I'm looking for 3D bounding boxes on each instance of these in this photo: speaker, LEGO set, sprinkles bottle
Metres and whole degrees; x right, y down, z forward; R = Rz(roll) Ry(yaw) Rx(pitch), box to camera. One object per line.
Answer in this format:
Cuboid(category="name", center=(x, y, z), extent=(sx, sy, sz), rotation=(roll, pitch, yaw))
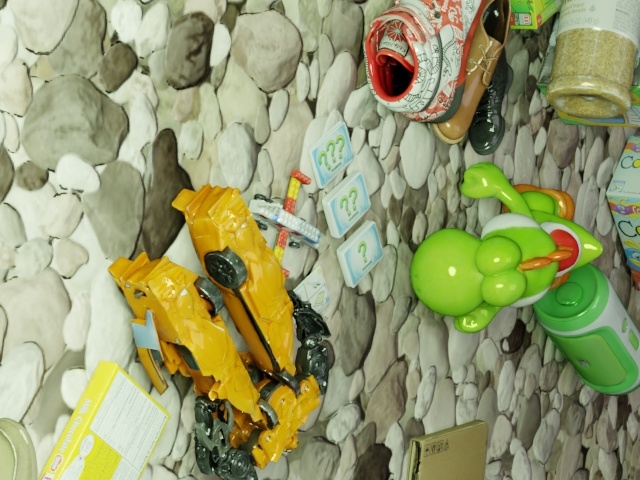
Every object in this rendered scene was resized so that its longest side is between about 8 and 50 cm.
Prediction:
Cuboid(category="speaker", center=(0.429, 0.141, 2.022), extent=(0.296, 0.131, 0.131), rotation=(46, 58, -50))
Cuboid(category="LEGO set", center=(0.000, 0.000, 1.406), extent=(0.244, 0.060, 0.182), rotation=(-43, 126, -44))
Cuboid(category="sprinkles bottle", center=(0.403, -0.354, 1.811), extent=(0.121, 0.121, 0.355), rotation=(31, 66, -55))

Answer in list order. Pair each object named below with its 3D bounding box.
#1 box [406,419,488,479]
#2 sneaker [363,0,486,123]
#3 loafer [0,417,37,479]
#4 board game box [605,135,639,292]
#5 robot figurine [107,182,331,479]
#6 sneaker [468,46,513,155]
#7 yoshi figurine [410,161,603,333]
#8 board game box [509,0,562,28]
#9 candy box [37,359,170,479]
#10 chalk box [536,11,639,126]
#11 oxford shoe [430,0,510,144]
Cuboid(category="box", center=(0.173, 0.341, 1.766), extent=(0.201, 0.021, 0.164), rotation=(-1, 97, -57))
Cuboid(category="sneaker", center=(0.125, -0.276, 1.510), extent=(0.145, 0.090, 0.270), rotation=(3, 96, -59))
Cuboid(category="loafer", center=(-0.269, 0.217, 1.034), extent=(0.050, 0.056, 0.148), rotation=(14, 84, -63))
Cuboid(category="board game box", center=(0.617, -0.036, 2.261), extent=(0.142, 0.144, 0.275), rotation=(-61, 140, -29))
Cuboid(category="robot figurine", center=(-0.087, 0.100, 1.254), extent=(0.211, 0.085, 0.291), rotation=(-49, 133, -34))
Cuboid(category="sneaker", center=(0.217, -0.206, 1.704), extent=(0.089, 0.051, 0.170), rotation=(42, 57, -51))
Cuboid(category="yoshi figurine", center=(0.224, 0.017, 1.696), extent=(0.203, 0.203, 0.362), rotation=(-48, 170, 19))
Cuboid(category="board game box", center=(0.290, -0.395, 1.782), extent=(0.092, 0.043, 0.181), rotation=(-42, 129, -45))
Cuboid(category="candy box", center=(-0.210, 0.221, 1.152), extent=(0.206, 0.027, 0.105), rotation=(-65, 147, -25))
Cuboid(category="chalk box", center=(0.453, -0.252, 1.903), extent=(0.132, 0.213, 0.132), rotation=(40, 63, -52))
Cuboid(category="oxford shoe", center=(0.189, -0.222, 1.615), extent=(0.076, 0.076, 0.212), rotation=(25, 71, -28))
